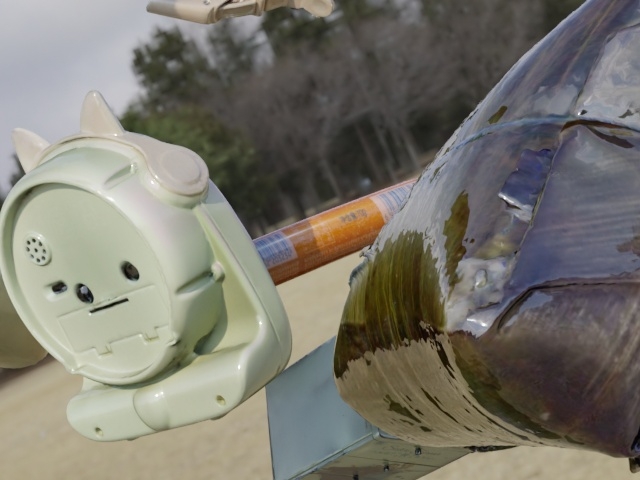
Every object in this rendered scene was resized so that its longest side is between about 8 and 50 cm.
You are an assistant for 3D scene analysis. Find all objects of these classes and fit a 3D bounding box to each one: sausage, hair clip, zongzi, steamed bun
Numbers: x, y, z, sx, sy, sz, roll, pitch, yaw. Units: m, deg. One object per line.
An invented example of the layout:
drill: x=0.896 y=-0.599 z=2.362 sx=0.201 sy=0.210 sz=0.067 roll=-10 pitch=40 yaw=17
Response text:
sausage: x=0.000 y=0.000 z=1.479 sx=0.348 sy=0.053 sz=0.053 roll=-22 pitch=-1 yaw=-26
hair clip: x=-0.089 y=-0.275 z=1.673 sx=0.226 sy=0.072 sz=0.034 roll=-14 pitch=-35 yaw=-23
zongzi: x=0.175 y=-0.055 z=1.014 sx=0.432 sy=0.208 sz=0.403 roll=-66 pitch=9 yaw=-15
steamed bun: x=-0.458 y=0.084 z=1.956 sx=0.226 sy=0.170 sz=0.200 roll=7 pitch=-7 yaw=-15

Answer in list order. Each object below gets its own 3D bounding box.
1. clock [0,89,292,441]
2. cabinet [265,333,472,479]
clock: x=-0.193 y=0.026 z=1.372 sx=0.265 sy=0.324 sz=0.109 roll=-20 pitch=11 yaw=41
cabinet: x=0.055 y=0.203 z=1.668 sx=0.145 sy=0.150 sz=0.206 roll=12 pitch=-32 yaw=-34
